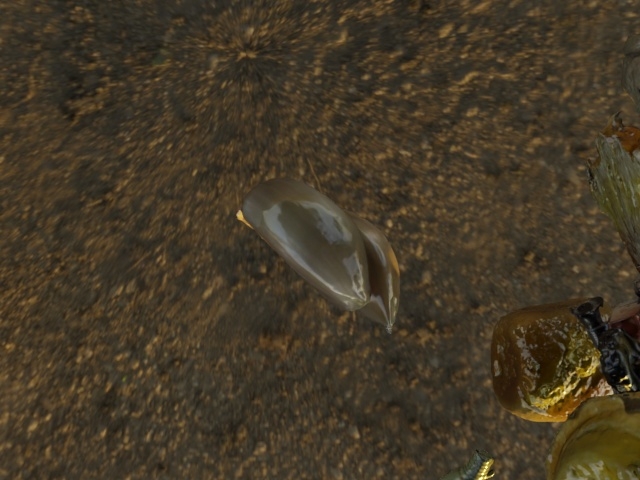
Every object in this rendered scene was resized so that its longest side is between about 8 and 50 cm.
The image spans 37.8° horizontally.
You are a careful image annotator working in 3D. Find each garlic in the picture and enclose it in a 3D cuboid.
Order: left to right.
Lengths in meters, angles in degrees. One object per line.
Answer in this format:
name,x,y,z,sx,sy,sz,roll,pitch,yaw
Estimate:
garlic,0.000,0.001,1.439,0.325,0.279,0.132,35,94,35

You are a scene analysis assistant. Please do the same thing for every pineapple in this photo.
pineapple,0.362,-0.056,1.007,0.115,0.236,0.186,-19,88,11

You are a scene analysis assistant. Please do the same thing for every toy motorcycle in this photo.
toy motorcycle,0.429,0.163,1.231,0.134,0.207,0.401,-24,100,36

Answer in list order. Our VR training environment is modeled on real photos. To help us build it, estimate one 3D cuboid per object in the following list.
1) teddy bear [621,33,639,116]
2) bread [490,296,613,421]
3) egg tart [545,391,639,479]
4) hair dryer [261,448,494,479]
teddy bear,0.579,-0.231,1.414,0.236,0.267,0.151,35,80,-49
bread,0.437,0.204,1.632,0.246,0.176,0.195,-10,99,-20
egg tart,0.350,0.308,1.049,0.115,0.290,0.290,0,103,-35
hair dryer,0.040,0.341,1.127,0.296,0.119,0.298,15,107,18
